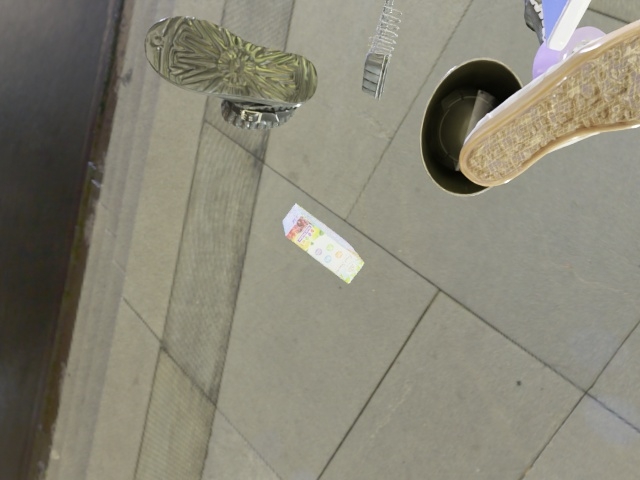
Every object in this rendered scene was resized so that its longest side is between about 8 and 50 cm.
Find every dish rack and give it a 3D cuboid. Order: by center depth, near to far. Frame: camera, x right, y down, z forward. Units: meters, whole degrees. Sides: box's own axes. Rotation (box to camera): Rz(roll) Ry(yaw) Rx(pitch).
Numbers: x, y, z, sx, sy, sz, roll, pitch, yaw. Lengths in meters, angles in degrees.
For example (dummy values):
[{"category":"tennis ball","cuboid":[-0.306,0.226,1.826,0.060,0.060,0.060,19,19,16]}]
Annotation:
[{"category":"dish rack","cuboid":[0.181,-0.567,1.619,0.074,0.208,0.272,17,79,3]}]

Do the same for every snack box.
[{"category":"snack box","cuboid":[0.000,0.000,0.757,0.100,0.141,0.037,36,95,-10]}]

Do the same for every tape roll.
[{"category":"tape roll","cuboid":[0.611,-0.408,1.361,0.080,0.188,0.189,23,100,66]}]

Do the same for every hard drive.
[{"category":"hard drive","cuboid":[0.529,-0.582,1.195,0.040,0.210,0.319,14,51,0]}]

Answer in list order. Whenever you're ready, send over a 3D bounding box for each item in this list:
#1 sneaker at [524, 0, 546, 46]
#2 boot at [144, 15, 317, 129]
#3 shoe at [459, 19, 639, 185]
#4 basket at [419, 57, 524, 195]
[{"category":"sneaker","cuboid":[0.630,-0.609,1.590,0.078,0.106,0.234,-22,100,-1]},{"category":"boot","cuboid":[-0.194,-0.329,1.185,0.260,0.347,0.131,-174,98,-72]},{"category":"shoe","cuboid":[0.205,-0.116,0.446,0.219,0.058,0.076,-27,114,42]},{"category":"basket","cuboid":[0.249,-0.187,0.949,0.154,0.227,0.205,14,103,9]}]
